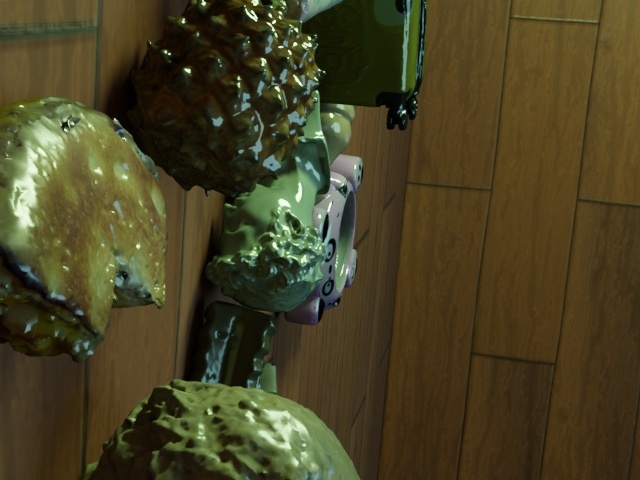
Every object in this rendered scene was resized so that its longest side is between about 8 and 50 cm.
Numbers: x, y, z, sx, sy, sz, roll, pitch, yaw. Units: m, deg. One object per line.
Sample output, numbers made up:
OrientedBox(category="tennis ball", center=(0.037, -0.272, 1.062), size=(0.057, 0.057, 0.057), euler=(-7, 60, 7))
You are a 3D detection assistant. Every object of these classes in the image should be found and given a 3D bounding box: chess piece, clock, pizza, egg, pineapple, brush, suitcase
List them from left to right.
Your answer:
OrientedBox(category="pizza", center=(-0.172, -0.009, 0.718), size=(0.305, 0.086, 0.161), euler=(-52, 126, -76))
OrientedBox(category="brush", center=(-0.116, 0.219, 1.259), size=(0.071, 0.084, 0.301), euler=(-8, 110, -81))
OrientedBox(category="egg", center=(-0.080, 0.268, 0.949), size=(0.279, 0.279, 0.310), euler=(-46, 141, -75))
OrientedBox(category="pineapple", center=(-0.076, -0.138, 0.975), size=(0.166, 0.166, 0.193), euler=(80, 32, -60))
OrientedBox(category="clock", center=(0.000, 0.000, 1.747), size=(0.248, 0.090, 0.227), euler=(-61, 156, -63))
OrientedBox(category="chess piece", center=(0.008, -0.200, 1.603), size=(0.139, 0.124, 0.307), euler=(3, -101, 56))
OrientedBox(category="suitcase", center=(0.039, -0.271, 1.457), size=(0.143, 0.194, 0.234), euler=(-47, 141, -65))

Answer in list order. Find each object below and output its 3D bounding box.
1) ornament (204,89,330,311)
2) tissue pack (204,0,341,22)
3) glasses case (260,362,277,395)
OrientedBox(category="ornament", center=(-0.044, -0.046, 1.325), size=(0.120, 0.130, 0.285), euler=(106, -3, -58))
OrientedBox(category="tissue pack", center=(-0.036, -0.334, 1.192), size=(0.271, 0.124, 0.201), euler=(-56, 148, -68))
OrientedBox(category="glasses case", center=(-0.080, 0.270, 1.594), size=(0.072, 0.042, 0.190), euler=(-80, 173, -64))
